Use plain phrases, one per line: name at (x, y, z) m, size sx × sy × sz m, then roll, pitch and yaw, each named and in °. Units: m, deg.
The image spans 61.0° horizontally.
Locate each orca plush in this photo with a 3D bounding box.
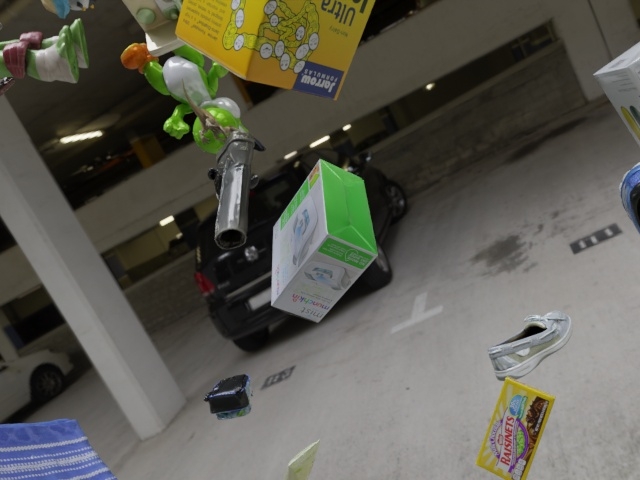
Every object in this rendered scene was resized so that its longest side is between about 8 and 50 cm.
orca plush at (-0.241, -0.176, 1.597) m, size 0.287 × 0.151 × 0.102 m, roll -40°, pitch 41°, yaw 40°

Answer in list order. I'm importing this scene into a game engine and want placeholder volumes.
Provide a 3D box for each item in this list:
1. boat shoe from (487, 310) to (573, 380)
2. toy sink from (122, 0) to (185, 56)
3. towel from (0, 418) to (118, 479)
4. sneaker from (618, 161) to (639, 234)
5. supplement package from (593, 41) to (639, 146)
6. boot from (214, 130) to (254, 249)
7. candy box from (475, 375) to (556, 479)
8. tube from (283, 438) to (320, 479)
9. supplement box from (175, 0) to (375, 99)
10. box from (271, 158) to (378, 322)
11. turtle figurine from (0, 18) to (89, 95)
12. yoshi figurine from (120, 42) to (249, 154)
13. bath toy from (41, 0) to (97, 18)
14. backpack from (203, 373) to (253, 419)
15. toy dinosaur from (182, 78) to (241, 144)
boat shoe at (0.580, 0.269, 1.499) m, size 0.320 × 0.103 × 0.118 m, roll -27°, pitch 2°, yaw -29°
toy sink at (-0.293, -0.488, 1.014) m, size 0.152 × 0.234 × 0.131 m, roll -21°, pitch -31°, yaw 8°
towel at (-0.359, 0.383, 0.795) m, size 0.040 × 0.336 × 0.243 m, roll -53°, pitch -24°, yaw -3°
sneaker at (0.525, 0.035, 0.721) m, size 0.147 × 0.330 × 0.130 m, roll -24°, pitch -22°, yaw -52°
supplement package at (0.830, -0.349, 1.274) m, size 0.198 × 0.263 × 0.199 m, roll -35°, pitch 6°, yaw 12°
boot at (-0.168, -0.083, 1.050) m, size 0.076 × 0.209 × 0.189 m, roll 0°, pitch -16°, yaw -13°
candy box at (0.413, 0.406, 1.156) m, size 0.105 × 0.206 × 0.027 m, roll 20°, pitch 7°, yaw 30°
tube at (-0.050, 0.544, 1.300) m, size 0.240 × 0.062 × 0.070 m, roll 102°, pitch 179°, yaw -51°
supplement box at (-0.035, -0.414, 0.777) m, size 0.194 × 0.195 × 0.357 m, roll -4°, pitch -56°, yaw -47°
box at (0.000, 0.000, 1.183) m, size 0.231 × 0.126 × 0.262 m, roll -51°, pitch 27°, yaw 33°
turtle figurine at (-0.467, -0.292, 0.722) m, size 0.266 × 0.275 × 0.198 m, roll -4°, pitch -3°, yaw -11°
yoshi figurine at (-0.302, -0.345, 1.308) m, size 0.203 × 0.362 × 0.203 m, roll -25°, pitch 19°, yaw 52°
bath toy at (-0.644, -0.763, 1.582) m, size 0.348 × 0.129 × 0.151 m, roll -47°, pitch -1°, yaw -36°
backpack at (-0.217, 0.384, 1.332) m, size 0.105 × 0.084 × 0.114 m, roll -13°, pitch 8°, yaw 5°
toy dinosaur at (-0.244, -0.256, 1.168) m, size 0.053 × 0.183 × 0.093 m, roll -32°, pitch 51°, yaw 19°
